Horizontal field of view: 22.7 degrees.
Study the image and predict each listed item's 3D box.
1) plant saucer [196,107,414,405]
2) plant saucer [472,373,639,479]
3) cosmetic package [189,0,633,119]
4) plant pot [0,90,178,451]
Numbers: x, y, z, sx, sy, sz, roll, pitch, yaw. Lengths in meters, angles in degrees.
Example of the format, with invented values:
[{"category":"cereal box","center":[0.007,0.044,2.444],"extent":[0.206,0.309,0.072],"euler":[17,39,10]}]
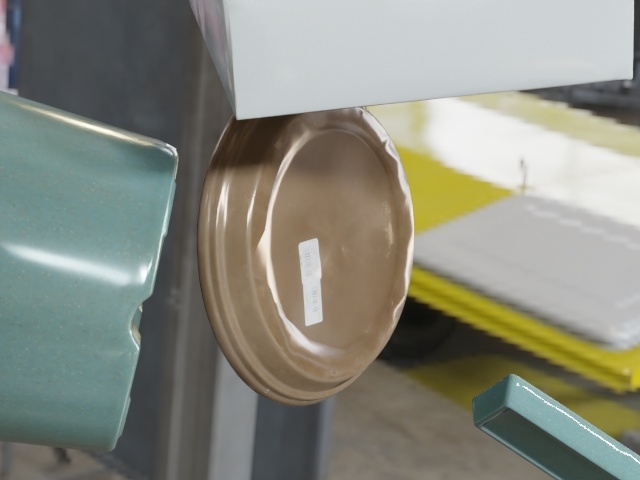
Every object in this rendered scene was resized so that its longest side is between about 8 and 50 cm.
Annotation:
[{"category":"plant saucer","center":[0.000,0.000,1.327],"extent":[0.041,0.278,0.278],"euler":[2,10,36]},{"category":"plant saucer","center":[0.167,0.136,0.851],"extent":[0.192,0.018,0.067],"euler":[34,-23,-2]},{"category":"cosmetic package","center":[0.048,-0.200,1.247],"extent":[0.284,0.097,0.377],"euler":[-8,22,-6]},{"category":"plant pot","center":[-0.298,0.014,1.257],"extent":[0.334,0.341,0.341],"euler":[13,14,-7]}]
